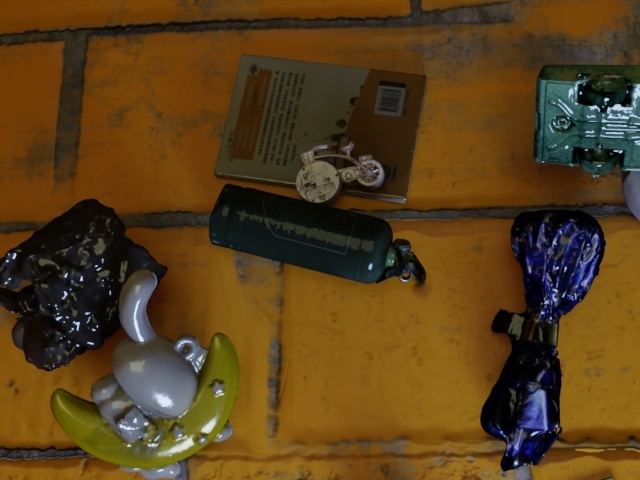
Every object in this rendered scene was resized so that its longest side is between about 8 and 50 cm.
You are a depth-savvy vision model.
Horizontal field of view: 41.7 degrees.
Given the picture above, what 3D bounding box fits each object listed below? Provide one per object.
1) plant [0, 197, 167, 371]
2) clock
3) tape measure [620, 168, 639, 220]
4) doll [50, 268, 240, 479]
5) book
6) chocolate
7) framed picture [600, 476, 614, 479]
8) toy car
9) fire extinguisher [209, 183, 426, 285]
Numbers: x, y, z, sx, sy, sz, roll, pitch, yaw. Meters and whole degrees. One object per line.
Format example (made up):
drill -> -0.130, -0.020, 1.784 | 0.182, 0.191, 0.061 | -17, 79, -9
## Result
plant -> -0.342, 0.062, 1.148 | 0.234, 0.204, 0.178 | -40, 104, -14
clock -> 0.027, -0.098, 1.216 | 0.129, 0.041, 0.087 | -11, 76, 9
tape measure -> 0.542, -0.114, 1.140 | 0.265, 0.130, 0.258 | -43, 71, -1
doll -> -0.218, 0.191, 1.102 | 0.237, 0.111, 0.252 | -45, 110, 7
book -> 0.001, -0.174, 1.274 | 0.295, 0.020, 0.208 | 9, 75, 9
chocolate -> 0.282, 0.134, 1.106 | 0.148, 0.126, 0.343 | 1, 72, 48
framed picture -> 0.346, 0.350, 1.082 | 0.089, 0.007, 0.066 | -19, 72, 1
toy car -> 0.432, -0.158, 1.044 | 0.320, 0.141, 0.097 | 4, 43, 16
fire extinguisher -> 0.000, 0.000, 1.177 | 0.311, 0.114, 0.095 | 13, 112, 9
